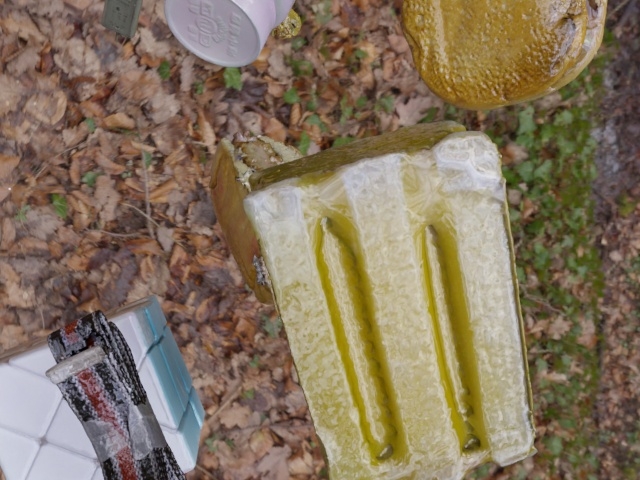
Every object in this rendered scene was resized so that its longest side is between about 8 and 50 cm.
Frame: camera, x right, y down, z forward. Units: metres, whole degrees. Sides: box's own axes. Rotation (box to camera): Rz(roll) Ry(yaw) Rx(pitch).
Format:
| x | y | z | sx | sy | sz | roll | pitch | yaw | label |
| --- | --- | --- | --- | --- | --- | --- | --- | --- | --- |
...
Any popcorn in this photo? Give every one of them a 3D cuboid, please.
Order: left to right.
| x | y | z | sx | sy | sz | roll | pitch | yaw | label |
| --- | --- | --- | --- | --- | --- | --- | --- | --- | --- |
| -0.081 | -0.530 | 1.477 | 0.084 | 0.084 | 0.084 | -2 | 95 | -27 | popcorn |

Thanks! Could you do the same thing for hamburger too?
| x | y | z | sx | sy | sz | roll | pitch | yaw | label |
| --- | --- | --- | --- | --- | --- | --- | --- | --- | --- |
| -0.075 | -0.032 | 0.910 | 0.155 | 0.245 | 0.282 | -3 | 89 | -30 | hamburger |
| 0.293 | -0.362 | 0.964 | 0.170 | 0.314 | 0.290 | -24 | 103 | -49 | hamburger |

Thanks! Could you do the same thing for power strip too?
| x | y | z | sx | sy | sz | roll | pitch | yaw | label |
| --- | --- | --- | --- | --- | --- | --- | --- | --- | --- |
| -0.518 | -0.628 | 1.595 | 0.092 | 0.268 | 0.034 | 21 | 49 | -14 | power strip |

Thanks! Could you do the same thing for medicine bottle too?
| x | y | z | sx | sy | sz | roll | pitch | yaw | label |
| --- | --- | --- | --- | --- | --- | --- | --- | --- | --- |
| -0.130 | -0.526 | 1.132 | 0.213 | 0.213 | 0.378 | 32 | 61 | -26 | medicine bottle |

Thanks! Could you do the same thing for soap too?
| x | y | z | sx | sy | sz | roll | pitch | yaw | label |
| --- | --- | --- | --- | --- | --- | --- | --- | --- | --- |
| 0.066 | 0.069 | 0.522 | 0.199 | 0.091 | 0.315 | -18 | 111 | -4 | soap |

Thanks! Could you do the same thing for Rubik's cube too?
| x | y | z | sx | sy | sz | roll | pitch | yaw | label |
| --- | --- | --- | --- | --- | --- | --- | --- | --- | --- |
| -0.439 | 0.319 | 1.214 | 0.319 | 0.316 | 0.322 | -21 | 93 | -6 | Rubik's cube |

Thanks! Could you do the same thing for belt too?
| x | y | z | sx | sy | sz | roll | pitch | yaw | label |
| --- | --- | --- | --- | --- | --- | --- | --- | --- | --- |
| -0.270 | 0.276 | 0.846 | 0.094 | 0.126 | 0.359 | -26 | 81 | -3 | belt |
